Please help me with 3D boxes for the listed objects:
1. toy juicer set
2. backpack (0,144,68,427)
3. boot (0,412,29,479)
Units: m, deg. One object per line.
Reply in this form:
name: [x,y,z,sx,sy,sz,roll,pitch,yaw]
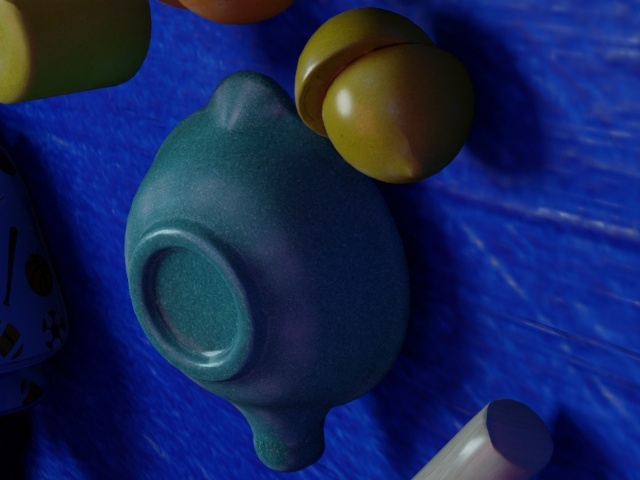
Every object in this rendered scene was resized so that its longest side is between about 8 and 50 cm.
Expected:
toy juicer set: [0.000,0.000,0.569,0.209,0.089,0.329,-25,93,43]
backpack: [-0.316,0.017,0.981,0.213,0.276,0.263,-30,79,30]
boot: [-0.303,0.135,1.232,0.137,0.077,0.198,65,152,26]
